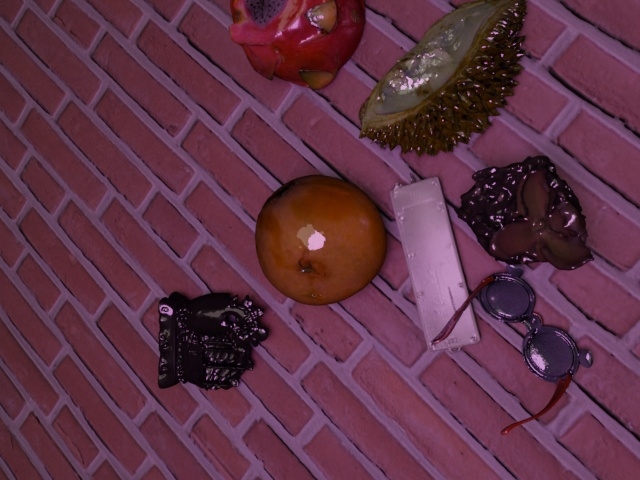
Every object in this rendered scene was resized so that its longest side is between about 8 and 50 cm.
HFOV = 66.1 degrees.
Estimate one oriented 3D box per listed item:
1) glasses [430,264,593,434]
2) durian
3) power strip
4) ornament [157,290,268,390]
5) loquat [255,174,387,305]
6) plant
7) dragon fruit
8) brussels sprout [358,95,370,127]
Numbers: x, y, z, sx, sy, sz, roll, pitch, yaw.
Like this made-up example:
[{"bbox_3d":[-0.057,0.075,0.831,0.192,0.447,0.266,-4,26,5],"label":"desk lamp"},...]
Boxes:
[{"bbox_3d":[0.331,0.179,0.833,0.118,0.268,0.234,-42,77,34],"label":"glasses"},{"bbox_3d":[0.255,-0.308,0.951,0.394,0.163,0.198,-50,48,6],"label":"durian"},{"bbox_3d":[0.226,0.039,0.985,0.106,0.043,0.367,-14,85,19],"label":"power strip"},{"bbox_3d":[-0.240,0.235,1.132,0.260,0.106,0.251,5,98,11],"label":"ornament"},{"bbox_3d":[0.000,0.000,0.974,0.263,0.263,0.263,0,89,20],"label":"loquat"},{"bbox_3d":[0.346,-0.044,0.849,0.178,0.234,0.204,-31,85,23],"label":"plant"},{"bbox_3d":[-0.062,-0.477,1.021,0.290,0.189,0.291,0,89,19],"label":"dragon fruit"},{"bbox_3d":[0.118,-0.265,1.025,0.085,0.058,0.085,4,106,13],"label":"brussels sprout"}]
